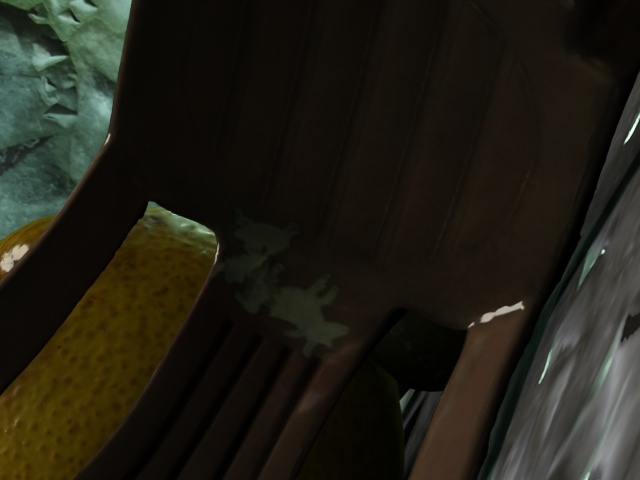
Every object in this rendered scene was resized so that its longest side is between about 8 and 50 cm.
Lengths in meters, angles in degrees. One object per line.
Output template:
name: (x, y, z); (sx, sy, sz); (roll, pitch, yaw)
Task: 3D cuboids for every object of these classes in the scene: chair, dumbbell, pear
chair: (0.001, -0.023, 0.602); (0.326, 0.176, 0.183); (-59, -13, -51)
dumbbell: (0.050, 0.012, 0.770); (0.046, 0.052, 0.118); (-35, 16, 28)
pear: (-0.074, 0.082, 0.770); (0.209, 0.209, 0.208); (25, -90, -90)

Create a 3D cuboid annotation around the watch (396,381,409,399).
watch: (0.000, 0.000, 1.030); (0.193, 0.068, 0.206); (-22, 70, 59)

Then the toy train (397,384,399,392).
toy train: (-0.018, 0.168, 0.868); (0.055, 0.048, 0.251); (96, -169, -57)
